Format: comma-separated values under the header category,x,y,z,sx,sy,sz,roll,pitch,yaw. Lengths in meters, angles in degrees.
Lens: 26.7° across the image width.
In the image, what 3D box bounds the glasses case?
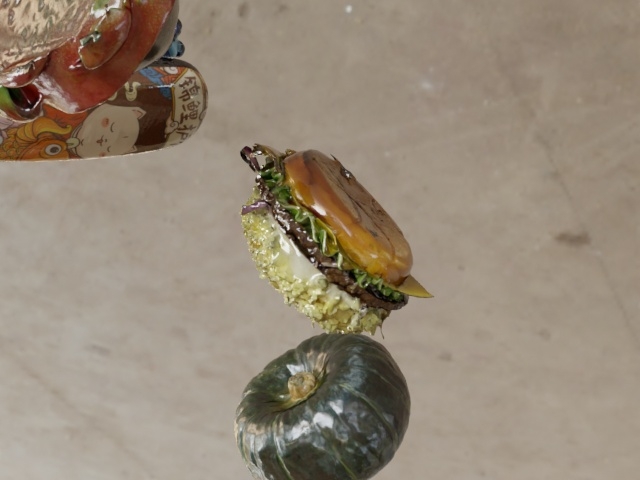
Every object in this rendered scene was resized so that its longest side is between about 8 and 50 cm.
category,x,y,z,sx,sy,sz,roll,pitch,yaw
glasses case,-0.290,-0.159,1.623,0.320,0.082,0.122,-6,136,-25

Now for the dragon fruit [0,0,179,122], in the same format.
category,x,y,z,sx,sy,sz,roll,pitch,yaw
dragon fruit,-0.234,-0.241,1.303,0.295,0.269,0.130,6,172,40

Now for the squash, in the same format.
category,x,y,z,sx,sy,sz,roll,pitch,yaw
squash,0.003,0.241,1.838,0.252,0.252,0.165,-16,115,42

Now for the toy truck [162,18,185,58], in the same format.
category,x,y,z,sx,sy,sz,roll,pitch,yaw
toy truck,-0.217,-0.258,1.676,0.090,0.073,0.056,-8,151,-1

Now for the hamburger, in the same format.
category,x,y,z,sx,sy,sz,roll,pitch,yaw
hamburger,0.000,0.000,1.562,0.138,0.262,0.243,-42,138,15
